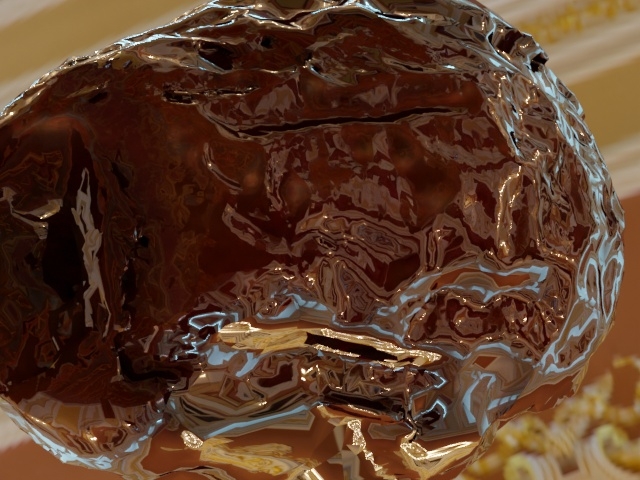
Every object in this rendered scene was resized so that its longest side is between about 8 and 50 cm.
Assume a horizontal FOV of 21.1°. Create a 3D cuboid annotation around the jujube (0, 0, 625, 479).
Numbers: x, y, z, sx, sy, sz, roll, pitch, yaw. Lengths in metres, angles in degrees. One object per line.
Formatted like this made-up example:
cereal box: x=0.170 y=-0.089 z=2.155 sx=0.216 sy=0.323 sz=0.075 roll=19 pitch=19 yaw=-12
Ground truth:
jujube: x=0.000 y=0.000 z=0.621 sx=0.197 sy=0.290 sz=0.197 roll=2 pitch=-86 yaw=36
